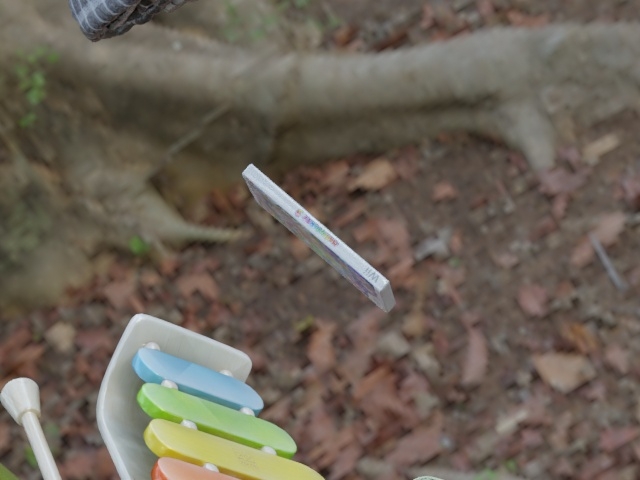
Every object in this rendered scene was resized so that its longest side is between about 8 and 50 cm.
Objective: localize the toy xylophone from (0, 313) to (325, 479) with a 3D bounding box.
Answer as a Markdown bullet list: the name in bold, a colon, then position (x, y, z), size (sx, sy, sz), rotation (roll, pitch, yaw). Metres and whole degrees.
- **toy xylophone**: position (-0.087, 0.170, 1.349), size (0.081, 0.236, 0.323), rotation (-56, 43, 16)

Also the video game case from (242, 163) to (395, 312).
- **video game case**: position (0.000, 0.000, 1.289), size (0.011, 0.122, 0.087), rotation (-49, -12, -6)

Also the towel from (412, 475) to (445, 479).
- **towel**: position (0.126, 0.200, 1.354), size (0.148, 0.110, 0.027), rotation (10, 69, 0)

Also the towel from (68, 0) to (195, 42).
- **towel**: position (-0.106, -0.252, 1.055), size (0.121, 0.235, 0.283), rotation (-25, 1, -24)

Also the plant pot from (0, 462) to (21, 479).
- **plant pot**: position (-0.369, 0.340, 1.775), size (0.366, 0.353, 0.366), rotation (-57, 11, 17)
